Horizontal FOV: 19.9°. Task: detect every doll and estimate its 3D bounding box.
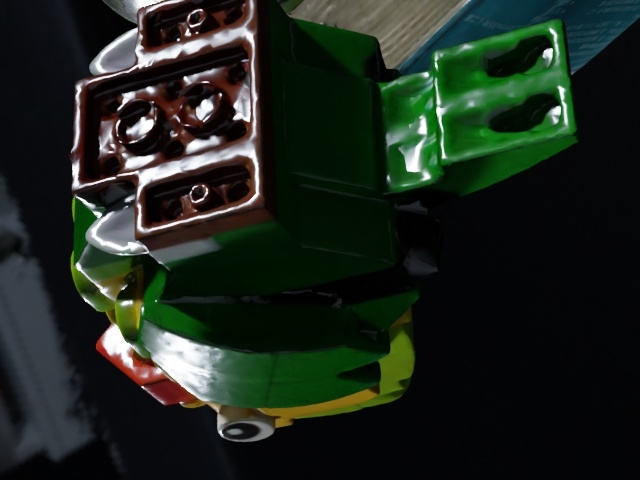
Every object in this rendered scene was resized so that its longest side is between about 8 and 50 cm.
[{"bbox_3d":[-0.009,0.000,0.557,0.134,0.106,0.186,-1,-30,-8],"label":"doll"}]

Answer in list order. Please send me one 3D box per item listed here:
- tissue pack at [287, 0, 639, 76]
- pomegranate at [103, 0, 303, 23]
[{"bbox_3d":[0.083,-0.156,0.953,0.192,0.271,0.134,-40,-102,27],"label":"tissue pack"},{"bbox_3d":[-0.021,-0.131,0.594,0.161,0.122,0.122,-13,-59,1],"label":"pomegranate"}]
